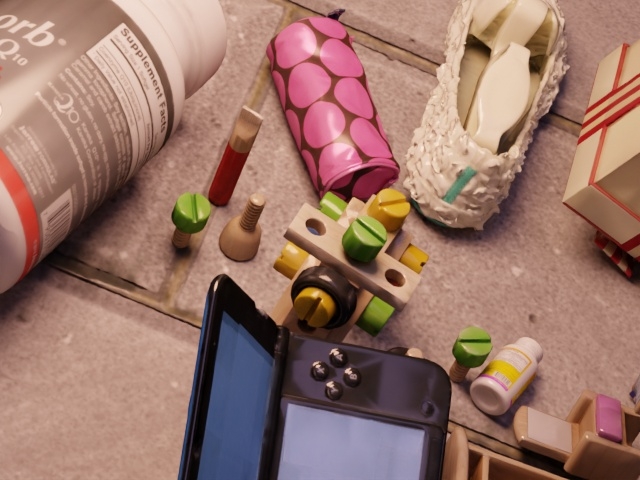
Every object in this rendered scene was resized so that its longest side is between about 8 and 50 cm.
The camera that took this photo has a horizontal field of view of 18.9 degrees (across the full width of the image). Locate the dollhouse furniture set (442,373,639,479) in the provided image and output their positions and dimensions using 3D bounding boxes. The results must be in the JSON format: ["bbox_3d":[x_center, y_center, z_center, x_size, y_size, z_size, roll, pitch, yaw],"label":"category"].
[{"bbox_3d":[0.251,0.132,1.677,0.198,0.303,0.286,21,33,-7],"label":"dollhouse furniture set"}]

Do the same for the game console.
[{"bbox_3d":[-0.005,0.203,1.541,0.250,0.173,0.293,12,72,-12],"label":"game console"}]

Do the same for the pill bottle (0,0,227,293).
[{"bbox_3d":[-0.258,-0.126,1.791,0.210,0.210,0.363,36,50,8],"label":"pill bottle"}]

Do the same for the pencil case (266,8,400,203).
[{"bbox_3d":[0.017,-0.134,1.980,0.098,0.095,0.209,6,53,-36],"label":"pencil case"}]

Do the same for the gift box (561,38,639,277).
[{"bbox_3d":[0.422,-0.076,1.984,0.276,0.258,0.255,40,46,-14],"label":"gift box"}]

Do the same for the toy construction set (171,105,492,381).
[{"bbox_3d":[0.000,0.000,1.773,0.257,0.237,0.309,-25,65,-33],"label":"toy construction set"}]

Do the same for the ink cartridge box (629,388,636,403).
[{"bbox_3d":[0.437,0.226,1.812,0.065,0.165,0.333,-20,65,-31],"label":"ink cartridge box"}]

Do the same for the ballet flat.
[{"bbox_3d":[0.200,-0.181,2.054,0.147,0.147,0.409,22,49,-4],"label":"ballet flat"}]

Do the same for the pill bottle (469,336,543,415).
[{"bbox_3d":[0.184,0.130,1.869,0.043,0.043,0.083,39,51,10],"label":"pill bottle"}]
